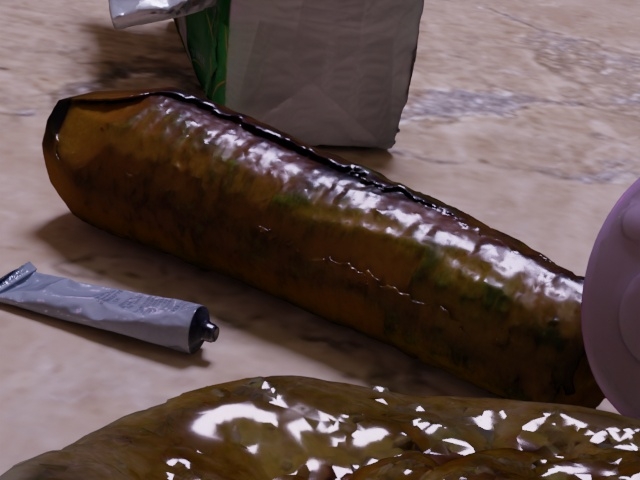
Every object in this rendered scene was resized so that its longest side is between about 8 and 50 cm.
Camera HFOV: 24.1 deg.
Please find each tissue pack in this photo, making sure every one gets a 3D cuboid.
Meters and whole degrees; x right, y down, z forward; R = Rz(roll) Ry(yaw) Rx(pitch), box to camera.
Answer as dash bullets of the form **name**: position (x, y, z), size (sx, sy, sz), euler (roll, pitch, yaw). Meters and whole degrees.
- **tissue pack**: position (-0.044, -0.159, 0.827), size (0.156, 0.148, 0.209), euler (3, 26, -15)

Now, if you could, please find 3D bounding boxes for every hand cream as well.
- **hand cream**: position (-0.083, 0.027, 0.579), size (0.093, 0.019, 0.030), euler (11, 26, 20)

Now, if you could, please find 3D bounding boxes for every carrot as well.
- **carrot**: position (0.000, 0.000, 0.604), size (0.260, 0.070, 0.070), euler (24, 29, 25)

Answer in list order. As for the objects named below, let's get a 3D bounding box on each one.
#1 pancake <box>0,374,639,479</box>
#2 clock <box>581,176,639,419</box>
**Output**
- **pancake**: position (0.042, 0.093, 0.387), size (0.282, 0.049, 0.282), euler (6, 16, -2)
- **clock**: position (0.263, -0.031, 0.450), size (0.295, 0.322, 0.113), euler (31, 15, 32)
